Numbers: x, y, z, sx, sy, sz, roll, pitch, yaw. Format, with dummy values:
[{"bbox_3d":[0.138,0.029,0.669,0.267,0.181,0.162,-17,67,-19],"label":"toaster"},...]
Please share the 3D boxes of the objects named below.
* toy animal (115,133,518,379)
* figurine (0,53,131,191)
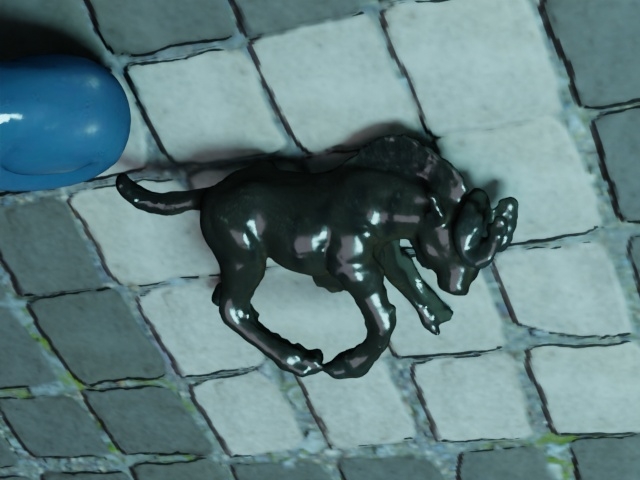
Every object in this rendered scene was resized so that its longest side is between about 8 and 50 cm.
[{"bbox_3d":[0.000,0.000,0.900,0.232,0.084,0.148,7,121,17],"label":"toy animal"},{"bbox_3d":[-0.325,-0.033,0.906,0.416,0.243,0.298,-23,76,32],"label":"figurine"}]
